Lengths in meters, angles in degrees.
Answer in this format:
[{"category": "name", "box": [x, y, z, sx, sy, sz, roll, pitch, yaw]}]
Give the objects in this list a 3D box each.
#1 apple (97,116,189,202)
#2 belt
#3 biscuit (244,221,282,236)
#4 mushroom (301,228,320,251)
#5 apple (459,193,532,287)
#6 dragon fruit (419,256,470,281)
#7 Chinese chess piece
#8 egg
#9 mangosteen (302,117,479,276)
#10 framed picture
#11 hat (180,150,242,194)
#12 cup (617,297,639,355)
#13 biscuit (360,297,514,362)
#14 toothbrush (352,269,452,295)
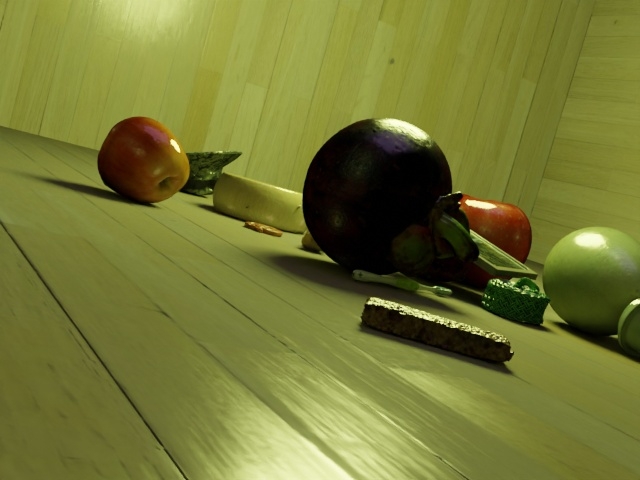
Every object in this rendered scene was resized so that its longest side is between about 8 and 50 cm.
[{"category": "apple", "box": [-0.376, -0.168, 1.804, 0.199, 0.199, 0.199, 16, 5, -1]}, {"category": "belt", "box": [0.380, 0.108, 1.629, 0.121, 0.079, 0.151, 15, 4, -6]}, {"category": "biscuit", "box": [-0.131, -0.028, 1.910, 0.091, 0.015, 0.078, 16, 5, 9]}, {"category": "mushroom", "box": [-0.003, -0.001, 1.868, 0.059, 0.054, 0.202, 22, 0, 4]}, {"category": "apple", "box": [0.386, 0.000, 2.061, 0.260, 0.217, 0.260, 15, 6, -2]}, {"category": "dragon fruit", "box": [0.250, 0.051, 1.905, 0.120, 0.127, 0.161, 38, -28, -28]}, {"category": "Chinese chess piece", "box": [-0.146, -0.098, 2.153, 0.273, 0.102, 0.273, 15, 3, -1]}, {"category": "egg", "box": [0.571, 0.085, 1.683, 0.218, 0.219, 0.295, 15, 7, -6]}, {"category": "mangosteen", "box": [0.134, -0.071, 1.585, 0.306, 0.306, 0.359, 11, 14, -45]}, {"category": "framed picture", "box": [0.302, -0.010, 1.821, 0.324, 0.020, 0.240, 37, 16, 32]}, {"category": "hat", "box": [-0.361, -0.197, 2.440, 0.265, 0.128, 0.265, 1, 3, 0]}, {"category": "cup", "box": [0.614, 0.174, 1.488, 0.120, 0.120, 0.141, 13, 15, -29]}, {"category": "biscuit", "box": [0.150, 0.116, 1.078, 0.199, 0.034, 0.064, 17, 5, 3]}, {"category": "toothbrush", "box": [0.152, 0.081, 1.564, 0.263, 0.022, 0.026, 12, -6, -39]}]
